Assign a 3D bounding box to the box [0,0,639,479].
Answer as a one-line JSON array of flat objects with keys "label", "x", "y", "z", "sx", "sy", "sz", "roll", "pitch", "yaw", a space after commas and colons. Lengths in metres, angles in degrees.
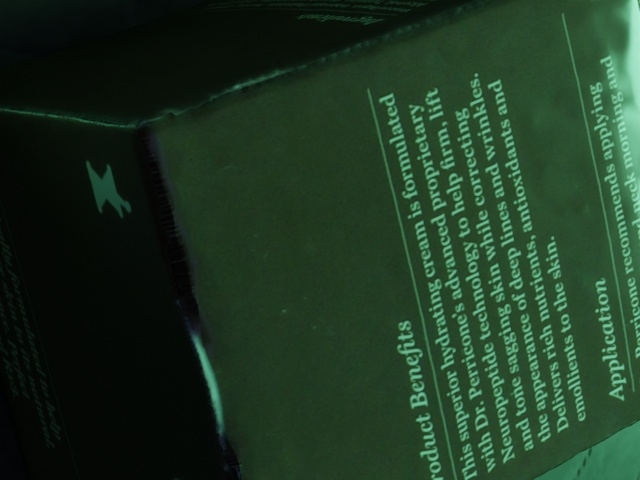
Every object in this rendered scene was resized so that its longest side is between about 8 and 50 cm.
[{"label": "box", "x": 0.000, "y": 0.000, "z": 0.651, "sx": 0.203, "sy": 0.167, "sz": 0.168, "roll": -23, "pitch": 109, "yaw": -30}]
